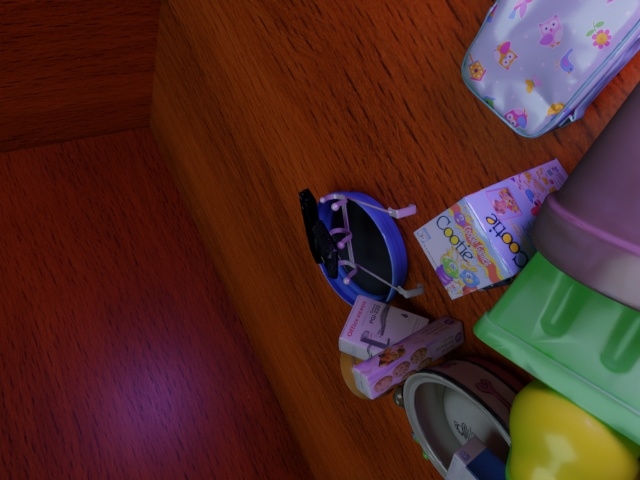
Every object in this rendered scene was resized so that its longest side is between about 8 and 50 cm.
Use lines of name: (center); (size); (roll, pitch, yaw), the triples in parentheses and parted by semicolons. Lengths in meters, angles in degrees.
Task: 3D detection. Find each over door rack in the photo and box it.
over door rack: (0.116, 0.007, 1.148); (0.324, 0.108, 0.239); (18, 124, 52)

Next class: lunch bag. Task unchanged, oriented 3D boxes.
lunch bag: (0.376, -0.315, 0.686); (0.224, 0.108, 0.279); (50, 147, 19)

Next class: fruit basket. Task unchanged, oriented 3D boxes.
fruit basket: (0.415, 0.219, 0.619); (0.392, 0.283, 0.391); (15, 109, 49)

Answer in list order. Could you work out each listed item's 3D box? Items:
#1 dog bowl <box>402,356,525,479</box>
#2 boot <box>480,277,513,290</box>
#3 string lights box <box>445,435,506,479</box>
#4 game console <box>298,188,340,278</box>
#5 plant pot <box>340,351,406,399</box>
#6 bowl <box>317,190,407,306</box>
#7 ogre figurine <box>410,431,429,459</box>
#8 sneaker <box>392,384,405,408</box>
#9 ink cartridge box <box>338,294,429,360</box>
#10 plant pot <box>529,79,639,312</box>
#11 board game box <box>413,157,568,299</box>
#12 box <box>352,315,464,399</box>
dog bowl: (0.402, 0.479, 1.076); (0.408, 0.151, 0.407); (43, 146, 38)
boot: (0.362, 0.022, 0.972); (0.086, 0.069, 0.189); (-25, 95, 52)
string lights box: (0.395, 0.567, 0.904); (0.260, 0.077, 0.133); (41, 145, 40)
game console: (0.000, 0.000, 1.245); (0.361, 0.044, 0.213); (-117, 14, -61)
plant pot: (0.198, 0.376, 1.331); (0.188, 0.205, 0.205); (-35, 78, 43)
bowl: (0.114, 0.030, 1.343); (0.391, 0.077, 0.390); (34, 135, 43)
ogre figurine: (0.355, 0.605, 1.283); (0.197, 0.118, 0.096); (59, 148, 16)
sneaker: (0.254, 0.483, 1.303); (0.086, 0.192, 0.064); (-13, 58, 35)
ink cartridge box: (0.179, 0.268, 1.217); (0.218, 0.158, 0.092); (17, 145, 18)
plant pot: (0.468, -0.079, 0.516); (0.323, 0.324, 0.280); (35, 126, 43)
board game box: (0.334, -0.024, 0.770); (0.144, 0.276, 0.142); (63, 149, 10)
box: (0.229, 0.287, 1.079); (0.063, 0.324, 0.067); (17, 122, 57)
